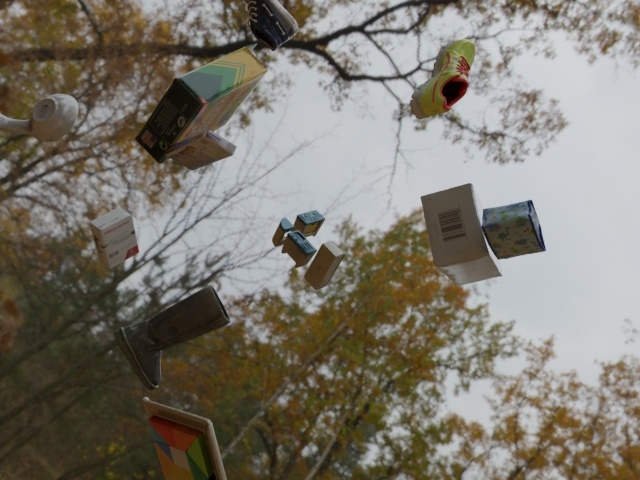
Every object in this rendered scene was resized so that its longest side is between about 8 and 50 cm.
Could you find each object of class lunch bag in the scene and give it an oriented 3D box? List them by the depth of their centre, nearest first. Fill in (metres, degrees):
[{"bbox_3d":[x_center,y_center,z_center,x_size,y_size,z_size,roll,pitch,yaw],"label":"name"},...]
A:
[{"bbox_3d":[0.492,-0.018,1.717,0.129,0.096,0.151,-11,-54,27],"label":"lunch bag"}]

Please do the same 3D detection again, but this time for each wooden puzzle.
[{"bbox_3d":[-0.292,0.459,1.449,0.239,0.044,0.221,8,-63,40],"label":"wooden puzzle"}]

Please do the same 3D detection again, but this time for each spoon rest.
[{"bbox_3d":[-0.742,-0.316,1.753,0.276,0.137,0.084,3,-19,19],"label":"spoon rest"}]

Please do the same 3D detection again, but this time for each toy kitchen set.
[{"bbox_3d":[0.000,0.000,1.771,0.207,0.166,0.122,46,-53,23],"label":"toy kitchen set"}]

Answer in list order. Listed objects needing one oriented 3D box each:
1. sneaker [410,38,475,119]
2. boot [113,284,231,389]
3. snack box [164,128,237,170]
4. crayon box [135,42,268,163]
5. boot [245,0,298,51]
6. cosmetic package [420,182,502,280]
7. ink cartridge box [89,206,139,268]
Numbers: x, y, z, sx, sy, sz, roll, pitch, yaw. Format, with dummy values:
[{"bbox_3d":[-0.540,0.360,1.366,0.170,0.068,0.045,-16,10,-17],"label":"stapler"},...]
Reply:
[{"bbox_3d":[0.271,-0.326,1.367,0.094,0.208,0.081,9,-29,51],"label":"sneaker"},{"bbox_3d":[-0.278,0.192,1.334,0.076,0.208,0.189,51,-18,40],"label":"boot"},{"bbox_3d":[-0.224,-0.165,1.251,0.064,0.022,0.178,29,-20,-30],"label":"snack box"},{"bbox_3d":[-0.243,-0.310,1.493,0.081,0.318,0.202,45,-51,-3],"label":"crayon box"},{"bbox_3d":[-0.145,-0.533,1.573,0.190,0.086,0.069,44,-22,-1],"label":"boot"},{"bbox_3d":[0.421,-0.005,1.983,0.385,0.156,0.217,25,53,-67],"label":"cosmetic package"},{"bbox_3d":[-0.548,-0.008,1.801,0.056,0.099,0.135,32,-41,31],"label":"ink cartridge box"}]
